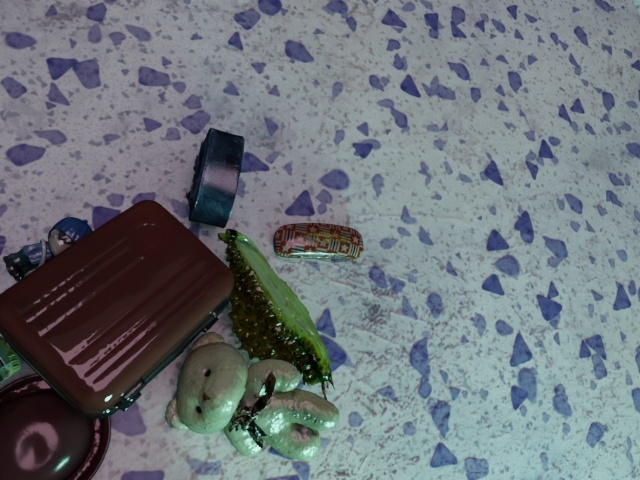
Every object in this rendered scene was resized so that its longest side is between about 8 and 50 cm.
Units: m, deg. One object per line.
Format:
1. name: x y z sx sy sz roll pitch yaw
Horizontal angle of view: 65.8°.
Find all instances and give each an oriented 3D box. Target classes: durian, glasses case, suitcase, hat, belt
1. durian: -0.086 0.147 0.896 0.375 0.106 0.132 58 30 -2
2. glasses case: 0.000 0.000 1.016 0.194 0.049 0.073 2 73 -22
3. suitcase: -0.303 0.099 0.764 0.236 0.161 0.297 44 56 3
4. hat: -0.417 0.296 0.727 0.205 0.089 0.205 6 72 -20
5. belt: -0.197 -0.120 0.920 0.082 0.141 0.190 13 68 -21

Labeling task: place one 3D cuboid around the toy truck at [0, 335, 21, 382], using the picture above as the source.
1. toy truck: -0.516 0.201 0.691 0.191 0.116 0.085 -34 90 -4

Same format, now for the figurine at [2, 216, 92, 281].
1. figurine: -0.447 0.011 0.822 0.136 0.077 0.079 -18 66 -17

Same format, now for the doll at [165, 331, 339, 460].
1. doll: -0.107 0.276 0.816 0.278 0.149 0.175 24 77 -8
